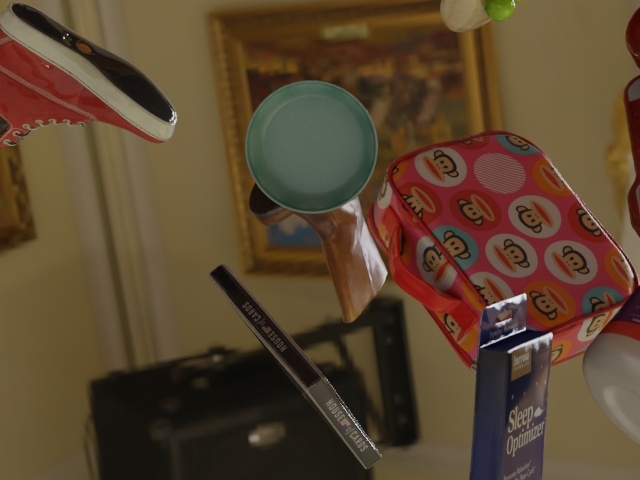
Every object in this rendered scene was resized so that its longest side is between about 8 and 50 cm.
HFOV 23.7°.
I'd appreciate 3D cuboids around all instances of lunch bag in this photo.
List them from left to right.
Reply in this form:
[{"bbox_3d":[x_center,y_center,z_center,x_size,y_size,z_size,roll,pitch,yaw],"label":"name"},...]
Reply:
[{"bbox_3d":[0.196,0.016,1.768,0.258,0.120,0.293,-17,-120,-32],"label":"lunch bag"}]

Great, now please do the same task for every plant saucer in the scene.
[{"bbox_3d":[-0.008,-0.085,1.372,0.119,0.119,0.021,-7,-172,5],"label":"plant saucer"}]

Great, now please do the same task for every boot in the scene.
[{"bbox_3d":[-0.307,-0.151,1.838,0.244,0.176,0.088,32,-157,-6],"label":"boot"},{"bbox_3d":[0.000,0.000,2.343,0.096,0.280,0.264,-3,-153,25],"label":"boot"}]

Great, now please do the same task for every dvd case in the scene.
[{"bbox_3d":[-0.030,0.145,1.779,0.029,0.179,0.239,-39,-135,-5],"label":"dvd case"}]

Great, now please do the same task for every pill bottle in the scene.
[{"bbox_3d":[0.425,0.067,1.547,0.323,0.181,0.181,-46,-151,-18],"label":"pill bottle"}]

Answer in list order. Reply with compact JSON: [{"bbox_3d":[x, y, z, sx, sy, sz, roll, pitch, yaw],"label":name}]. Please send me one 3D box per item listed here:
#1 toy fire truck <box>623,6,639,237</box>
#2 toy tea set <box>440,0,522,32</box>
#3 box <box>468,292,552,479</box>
[{"bbox_3d":[0.438,-0.126,1.470,0.302,0.169,0.254,-17,-134,21],"label":"toy fire truck"},{"bbox_3d":[0.212,-0.255,1.058,0.336,0.200,0.124,-46,-122,0],"label":"toy tea set"},{"bbox_3d":[0.188,0.171,1.507,0.036,0.225,0.136,5,-172,26],"label":"box"}]
